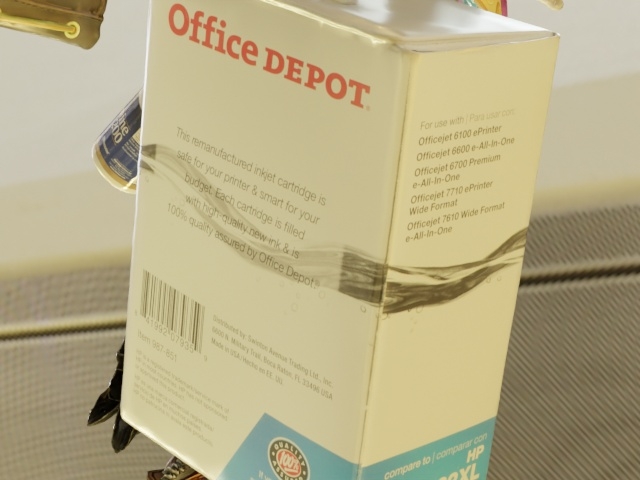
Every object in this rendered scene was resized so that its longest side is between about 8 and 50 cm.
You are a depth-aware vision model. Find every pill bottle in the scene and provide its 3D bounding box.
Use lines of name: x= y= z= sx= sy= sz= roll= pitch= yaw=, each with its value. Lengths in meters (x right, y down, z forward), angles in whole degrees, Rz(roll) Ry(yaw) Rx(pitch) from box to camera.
pill bottle: x=-0.142 y=-0.100 z=1.299 sx=0.120 sy=0.067 sz=0.067 roll=-42 pitch=-137 yaw=34

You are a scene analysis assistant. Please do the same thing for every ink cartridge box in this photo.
ink cartridge box: x=0.000 y=0.000 z=0.892 sx=0.223 sy=0.129 sz=0.308 roll=27 pitch=-62 yaw=42

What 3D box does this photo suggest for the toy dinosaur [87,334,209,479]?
toy dinosaur: x=-0.086 y=0.129 z=1.175 sx=0.164 sy=0.218 sz=0.322 roll=-21 pitch=-106 yaw=-2

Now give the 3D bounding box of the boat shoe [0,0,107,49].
boat shoe: x=-0.211 y=-0.128 z=0.685 sx=0.081 sy=0.227 sz=0.069 roll=-151 pitch=-116 yaw=-73

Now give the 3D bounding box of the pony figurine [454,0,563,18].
pony figurine: x=0.014 y=-0.326 z=1.018 sx=0.350 sy=0.364 sz=0.303 roll=7 pitch=-163 yaw=2
